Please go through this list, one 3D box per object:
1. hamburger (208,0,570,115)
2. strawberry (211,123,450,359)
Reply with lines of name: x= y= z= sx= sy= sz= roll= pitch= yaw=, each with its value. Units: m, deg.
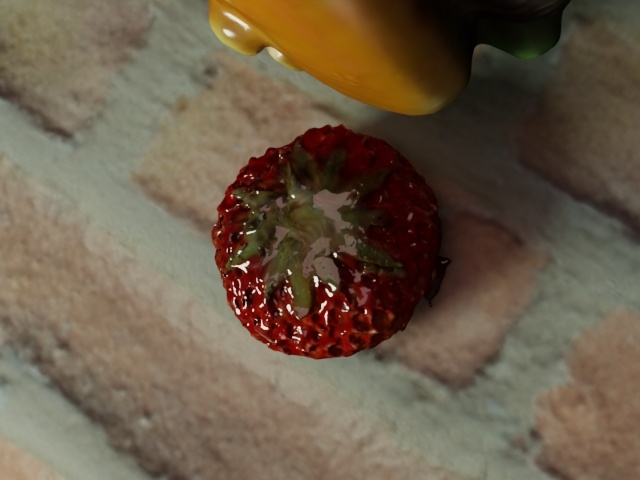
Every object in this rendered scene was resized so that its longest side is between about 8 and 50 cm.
hamburger: x=0.005 y=-0.243 z=0.978 sx=0.277 sy=0.396 sz=0.395 roll=-42 pitch=70 yaw=6
strawberry: x=0.000 y=0.000 z=1.086 sx=0.145 sy=0.086 sz=0.145 roll=-3 pitch=80 yaw=17
